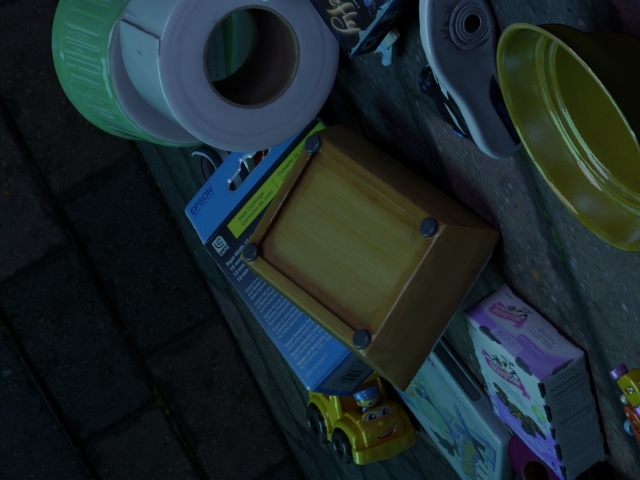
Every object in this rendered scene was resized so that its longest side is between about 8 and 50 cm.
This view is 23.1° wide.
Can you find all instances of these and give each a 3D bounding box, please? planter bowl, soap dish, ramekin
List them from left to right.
[{"bbox_3d":[-0.212,-0.277,2.221,0.148,0.303,0.303,26,146,54],"label":"ramekin"},{"bbox_3d":[0.050,0.011,1.930,0.291,0.229,0.118,37,-170,36],"label":"soap dish"},{"bbox_3d":[0.245,-0.105,1.303,0.217,0.090,0.217,54,167,19],"label":"planter bowl"}]

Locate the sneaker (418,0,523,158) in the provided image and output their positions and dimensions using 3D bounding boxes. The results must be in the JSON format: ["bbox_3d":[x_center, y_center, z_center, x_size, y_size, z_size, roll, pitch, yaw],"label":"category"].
[{"bbox_3d":[0.128,-0.186,1.592,0.121,0.079,0.217,36,156,56],"label":"sneaker"}]

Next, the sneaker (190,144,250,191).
[{"bbox_3d":[-0.121,-0.139,2.428,0.099,0.153,0.282,61,177,-11],"label":"sneaker"}]

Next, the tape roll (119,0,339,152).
[{"bbox_3d":[-0.117,-0.249,2.015,0.169,0.246,0.246,35,153,61],"label":"tape roll"}]

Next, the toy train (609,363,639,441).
[{"bbox_3d":[0.361,0.184,1.635,0.125,0.046,0.166,61,170,-16],"label":"toy train"}]

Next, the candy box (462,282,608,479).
[{"bbox_3d":[0.264,0.175,1.919,0.165,0.070,0.196,45,162,47],"label":"candy box"}]

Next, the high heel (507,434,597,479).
[{"bbox_3d":[0.285,0.346,1.976,0.127,0.181,0.377,63,167,-16],"label":"high heel"}]

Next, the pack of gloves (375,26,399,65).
[{"bbox_3d":[0.048,-0.300,1.762,0.195,0.046,0.232,59,178,2],"label":"pack of gloves"}]

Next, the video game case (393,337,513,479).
[{"bbox_3d":[0.200,0.259,2.436,0.300,0.036,0.329,53,166,26],"label":"video game case"}]

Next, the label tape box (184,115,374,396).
[{"bbox_3d":[0.000,0.000,2.109,0.115,0.249,0.347,17,-150,-54],"label":"label tape box"}]

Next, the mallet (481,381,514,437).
[{"bbox_3d":[0.279,0.280,2.193,0.189,0.039,0.062,63,169,0],"label":"mallet"}]

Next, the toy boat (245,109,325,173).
[{"bbox_3d":[-0.001,-0.102,2.217,0.151,0.151,0.231,-7,118,43],"label":"toy boat"}]

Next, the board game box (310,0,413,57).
[{"bbox_3d":[0.015,-0.334,1.614,0.243,0.042,0.165,56,139,14],"label":"board game box"}]

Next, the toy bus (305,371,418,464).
[{"bbox_3d":[0.064,0.266,2.789,0.220,0.149,0.211,34,136,58],"label":"toy bus"}]
